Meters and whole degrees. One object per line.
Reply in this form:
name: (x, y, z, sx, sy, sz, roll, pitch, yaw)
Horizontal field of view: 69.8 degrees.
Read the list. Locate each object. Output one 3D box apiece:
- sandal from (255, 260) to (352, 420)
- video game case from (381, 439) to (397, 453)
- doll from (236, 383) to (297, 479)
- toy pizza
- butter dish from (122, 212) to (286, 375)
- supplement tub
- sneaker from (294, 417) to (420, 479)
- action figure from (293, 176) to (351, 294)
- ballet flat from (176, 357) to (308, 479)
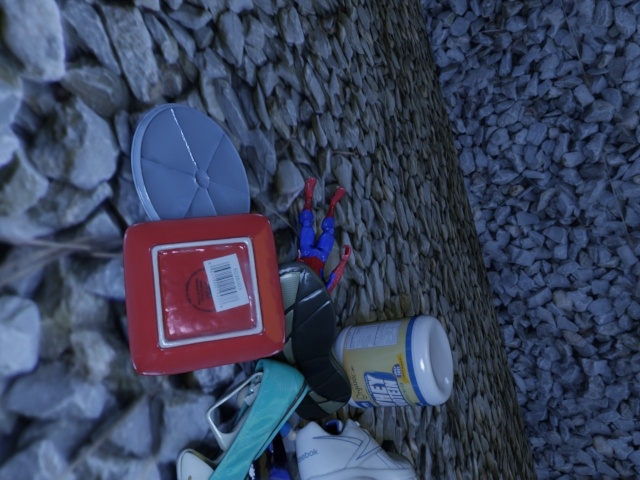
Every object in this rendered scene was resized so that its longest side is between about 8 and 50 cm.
sandal: (-0.033, 0.148, 0.656, 0.086, 0.120, 0.302, -115, -171, -51)
video game case: (0.111, 0.535, 0.832, 0.274, 0.026, 0.196, -33, 107, -60)
doll: (-0.070, 0.280, 0.595, 0.129, 0.046, 0.189, -10, 81, -52)
toy pizza: (-0.164, -0.076, 0.595, 0.201, 0.032, 0.201, 30, 54, -53)
butter dish: (-0.131, 0.061, 0.523, 0.160, 0.118, 0.160, -6, 80, -17)
supplement tub: (0.110, 0.209, 0.782, 0.144, 0.200, 0.144, 32, 51, -51)
sneaker: (0.066, 0.352, 0.739, 0.297, 0.111, 0.129, 35, 28, -50)
action figure: (0.000, 0.000, 0.748, 0.091, 0.139, 0.280, 16, 57, -11)
ballet flat: (-0.107, 0.237, 0.514, 0.087, 0.083, 0.247, 36, 55, -1)
